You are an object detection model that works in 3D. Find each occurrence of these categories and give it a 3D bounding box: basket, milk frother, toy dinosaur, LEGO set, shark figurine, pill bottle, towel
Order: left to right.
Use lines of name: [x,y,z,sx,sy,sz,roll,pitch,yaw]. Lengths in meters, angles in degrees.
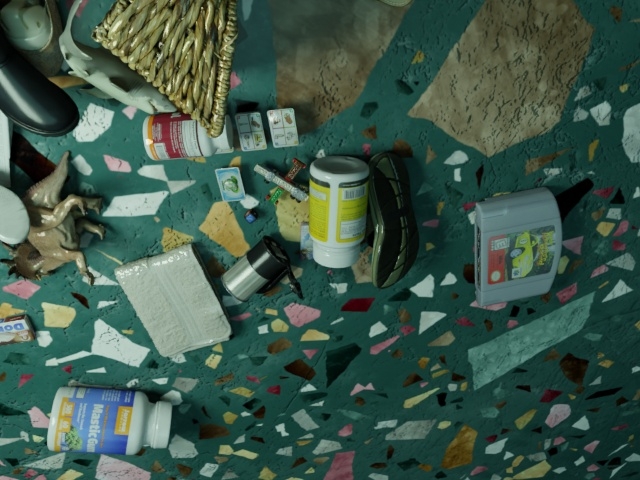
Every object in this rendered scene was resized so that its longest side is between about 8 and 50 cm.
toy dinosaur: [-0.539,-0.022,1.204,0.200,0.127,0.296,3,118,-3]
shark figurine: [-0.365,-0.314,1.027,0.166,0.116,0.278,15,171,19]
pill bottle: [-0.505,0.440,1.498,0.272,0.152,0.152,8,122,-14]
towel: [-0.323,0.144,1.390,0.187,0.049,0.282,-18,125,2]
pill bottle: [-0.242,-0.195,1.138,0.152,0.086,0.086,-4,125,4]
basket: [-0.173,-0.342,0.934,0.213,0.299,0.223,-43,118,17]
LEGO set: [-0.120,-0.150,1.240,0.182,0.060,0.244,-5,123,8]
milk frother: [-0.119,0.090,1.328,0.134,0.143,0.129,-42,127,16]
pill bottle: [0.035,-0.057,1.256,0.119,0.119,0.209,-2,118,-8]

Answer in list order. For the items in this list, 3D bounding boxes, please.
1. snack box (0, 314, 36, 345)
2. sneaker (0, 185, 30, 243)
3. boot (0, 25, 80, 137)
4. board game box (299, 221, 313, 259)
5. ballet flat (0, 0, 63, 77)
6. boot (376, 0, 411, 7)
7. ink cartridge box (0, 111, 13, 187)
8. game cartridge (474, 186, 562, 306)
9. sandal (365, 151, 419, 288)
snack box: [-0.739,0.210,1.383,0.178,0.022,0.064,-10,123,-2]
sneaker: [-0.616,-0.061,1.143,0.212,0.080,0.094,41,145,9]
boot: [-0.494,-0.276,0.943,0.246,0.207,0.094,38,73,-5]
board game box: [0.000,0.000,1.361,0.090,0.020,0.090,-2,123,-8]
ballet flat: [-0.480,-0.396,0.963,0.107,0.106,0.316,-4,125,-6]
boot: [0.067,-0.442,0.959,0.262,0.203,0.095,35,113,-26]
ink cartridge box: [-0.656,-0.208,1.109,0.189,0.066,0.232,10,143,-16]
game cartridge: [0.458,0.021,1.431,0.196,0.060,0.294,-14,125,-4]
sandal: [0.140,-0.043,1.320,0.120,0.086,0.303,-15,110,-30]
